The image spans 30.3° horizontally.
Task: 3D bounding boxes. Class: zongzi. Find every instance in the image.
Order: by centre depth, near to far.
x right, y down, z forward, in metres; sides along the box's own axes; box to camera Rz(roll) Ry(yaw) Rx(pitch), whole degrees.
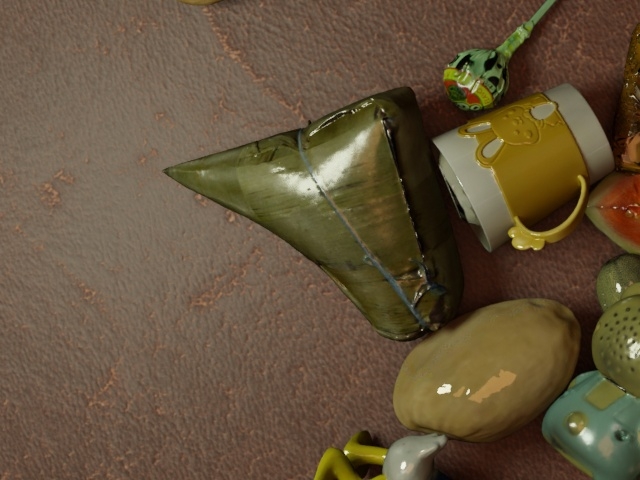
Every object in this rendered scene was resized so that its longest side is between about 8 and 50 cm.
[{"bbox_3d":[0.000,0.000,1.718,0.393,0.174,0.356,-16,99,17],"label":"zongzi"}]

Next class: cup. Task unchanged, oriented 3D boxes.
[{"bbox_3d":[0.294,-0.090,1.656,0.226,0.185,0.241,-29,50,1],"label":"cup"}]

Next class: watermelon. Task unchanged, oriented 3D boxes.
[{"bbox_3d":[0.474,-0.048,1.697,0.145,0.137,0.193,3,93,42],"label":"watermelon"}]

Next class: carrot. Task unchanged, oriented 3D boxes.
[{"bbox_3d":[0.458,-0.207,1.683,0.069,0.069,0.229,11,78,7],"label":"carrot"}]

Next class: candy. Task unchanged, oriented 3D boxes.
[{"bbox_3d":[0.296,-0.314,1.725,0.091,0.083,0.305,40,88,21],"label":"candy"}]

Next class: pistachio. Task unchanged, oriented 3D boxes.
[{"bbox_3d":[0.242,0.191,1.695,0.293,0.162,0.181,-30,73,5],"label":"pistachio"}]

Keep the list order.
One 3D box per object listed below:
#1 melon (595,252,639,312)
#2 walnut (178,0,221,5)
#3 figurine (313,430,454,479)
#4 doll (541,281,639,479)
[{"bbox_3d":[0.452,0.081,1.697,0.098,0.098,0.131,-26,91,7],"label":"melon"},{"bbox_3d":[-0.164,-0.437,1.725,0.197,0.165,0.165,-45,87,-1],"label":"walnut"},{"bbox_3d":[0.187,0.409,1.671,0.338,0.204,0.283,2,117,25],"label":"figurine"},{"bbox_3d":[0.422,0.195,1.591,0.161,0.177,0.261,23,101,-39],"label":"doll"}]
